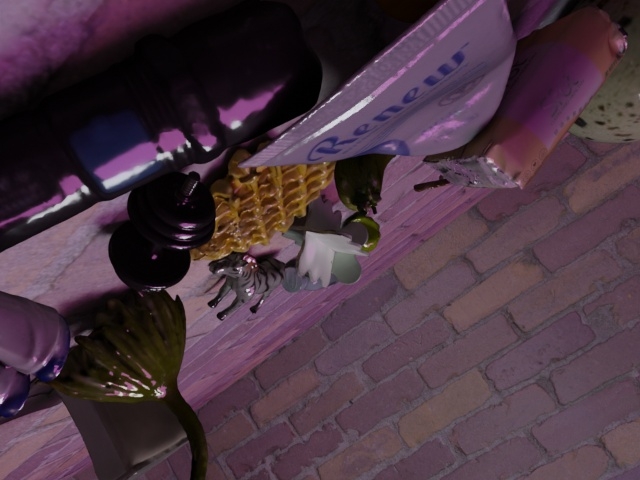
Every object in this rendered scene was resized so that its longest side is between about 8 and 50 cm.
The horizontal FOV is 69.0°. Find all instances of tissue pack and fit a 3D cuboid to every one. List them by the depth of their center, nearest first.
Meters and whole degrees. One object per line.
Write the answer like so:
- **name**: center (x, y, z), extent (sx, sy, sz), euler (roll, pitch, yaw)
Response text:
- **tissue pack**: center (0.300, -0.197, 0.714), extent (0.257, 0.122, 0.215), euler (-55, -167, -1)

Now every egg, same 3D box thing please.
- **egg**: center (0.553, -0.320, 0.813), extent (0.287, 0.288, 0.379), euler (-32, -178, -8)

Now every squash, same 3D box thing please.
- **squash**: center (0.068, -0.116, 0.689), extent (0.071, 0.080, 0.318), euler (-19, -162, 23)

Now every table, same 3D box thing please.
- **table**: center (0.000, 0.000, 0.901), extent (0.166, 0.167, 0.198), euler (-36, 159, 7)

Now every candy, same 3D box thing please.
- **candy**: center (0.104, -0.005, 1.248), extent (0.096, 0.097, 0.209), euler (-33, 173, -7)

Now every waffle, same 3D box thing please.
- **waffle**: center (-0.089, -0.054, 0.692), extent (0.261, 0.056, 0.250), euler (-47, 163, 30)

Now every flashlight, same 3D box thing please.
- **flashlight**: center (-0.195, -0.057, 0.348), extent (0.423, 0.103, 0.103), euler (-30, 166, -13)

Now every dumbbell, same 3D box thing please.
- **dumbbell**: center (-0.184, -0.006, 0.538), extent (0.099, 0.099, 0.208), euler (-19, 158, -48)

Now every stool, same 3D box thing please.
- **stool**: center (-0.437, 0.363, 0.889), extent (0.269, 0.244, 0.170), euler (-38, 166, 13)

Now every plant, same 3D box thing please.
- **plant**: center (-0.271, 0.246, 0.759), extent (0.180, 0.334, 0.251), euler (-27, -171, 48)

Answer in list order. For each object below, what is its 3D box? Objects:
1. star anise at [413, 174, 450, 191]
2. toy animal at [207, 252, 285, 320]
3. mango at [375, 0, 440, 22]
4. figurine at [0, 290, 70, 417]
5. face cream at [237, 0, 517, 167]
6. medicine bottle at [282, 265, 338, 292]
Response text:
- **star anise**: center (0.394, -0.233, 1.109), extent (0.349, 0.109, 0.292), euler (-28, 160, -21)
- **toy animal**: center (-0.164, 0.098, 0.976), extent (0.170, 0.090, 0.255), euler (-40, 169, 7)
- **mango**: center (0.098, -0.257, 0.370), extent (0.111, 0.089, 0.163), euler (-17, 151, -49)
- **figurine**: center (-0.265, 0.027, 0.224), extent (0.274, 0.133, 0.194), euler (7, 131, -43)
- **face cream**: center (0.106, -0.163, 0.509), extent (0.234, 0.137, 0.420), euler (-30, 178, 29)
- **medicine bottle**: center (-0.020, 0.092, 1.275), extent (0.090, 0.091, 0.216), euler (-41, 164, 26)
